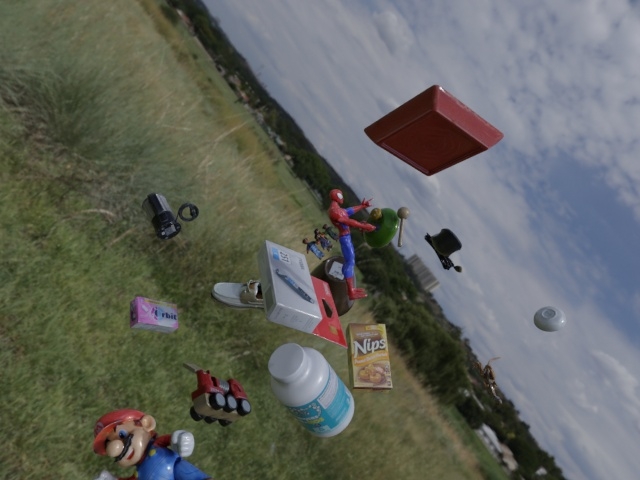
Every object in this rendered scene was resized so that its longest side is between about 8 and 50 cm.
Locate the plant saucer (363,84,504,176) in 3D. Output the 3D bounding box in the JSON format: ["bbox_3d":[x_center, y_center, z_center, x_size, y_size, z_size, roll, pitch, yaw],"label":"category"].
[{"bbox_3d":[0.284,-0.257,1.312,0.259,0.258,0.048,24,62,-30],"label":"plant saucer"}]

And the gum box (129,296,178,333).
[{"bbox_3d":[-0.661,0.296,2.028,0.188,0.062,0.107,21,45,-45],"label":"gum box"}]

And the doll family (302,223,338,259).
[{"bbox_3d":[0.000,0.000,2.175,0.111,0.076,0.193,46,34,-4],"label":"doll family"}]

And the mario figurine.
[{"bbox_3d":[-0.387,0.496,1.127,0.320,0.198,0.170,31,-41,19],"label":"mario figurine"}]

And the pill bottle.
[{"bbox_3d":[-0.027,0.357,1.245,0.264,0.146,0.146,59,-1,-39],"label":"pill bottle"}]

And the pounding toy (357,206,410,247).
[{"bbox_3d":[0.240,-0.070,2.112,0.110,0.183,0.237,28,-16,-34],"label":"pounding toy"}]

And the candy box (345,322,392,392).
[{"bbox_3d":[0.224,0.550,2.422,0.087,0.182,0.317,108,-17,-55],"label":"candy box"}]

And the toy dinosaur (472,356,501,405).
[{"bbox_3d":[0.538,0.428,1.648,0.112,0.064,0.211,54,31,-26],"label":"toy dinosaur"}]

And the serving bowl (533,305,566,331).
[{"bbox_3d":[0.623,0.208,1.400,0.027,0.083,0.083,64,-3,-33],"label":"serving bowl"}]

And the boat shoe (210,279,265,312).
[{"bbox_3d":[-0.251,0.195,1.898,0.113,0.302,0.103,-91,-166,-48],"label":"boat shoe"}]

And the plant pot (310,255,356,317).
[{"bbox_3d":[0.051,0.157,1.968,0.215,0.215,0.230,55,-22,19],"label":"plant pot"}]

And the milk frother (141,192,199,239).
[{"bbox_3d":[-0.491,-0.098,1.687,0.135,0.143,0.129,55,-37,26],"label":"milk frother"}]

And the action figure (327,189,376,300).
[{"bbox_3d":[0.100,-0.003,1.318,0.091,0.139,0.280,-121,-165,-82],"label":"action figure"}]

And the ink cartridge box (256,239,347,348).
[{"bbox_3d":[-0.042,0.144,1.440,0.261,0.066,0.296,24,25,-25],"label":"ink cartridge box"}]

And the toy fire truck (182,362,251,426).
[{"bbox_3d":[-0.389,0.531,1.859,0.217,0.158,0.246,37,25,-49],"label":"toy fire truck"}]

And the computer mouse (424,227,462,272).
[{"bbox_3d":[0.453,0.050,1.852,0.184,0.060,0.262,53,-7,-1],"label":"computer mouse"}]
